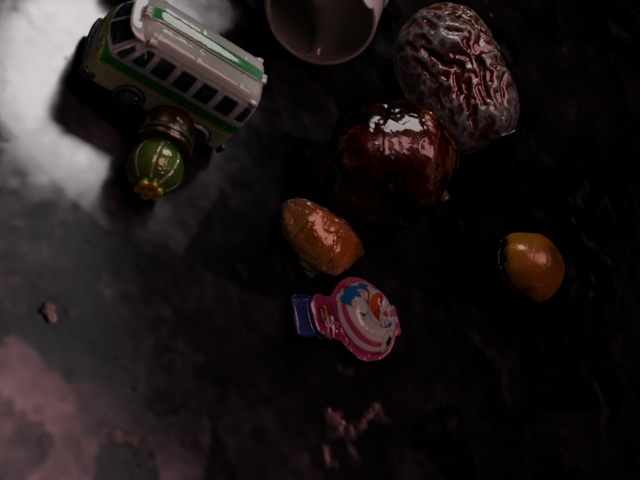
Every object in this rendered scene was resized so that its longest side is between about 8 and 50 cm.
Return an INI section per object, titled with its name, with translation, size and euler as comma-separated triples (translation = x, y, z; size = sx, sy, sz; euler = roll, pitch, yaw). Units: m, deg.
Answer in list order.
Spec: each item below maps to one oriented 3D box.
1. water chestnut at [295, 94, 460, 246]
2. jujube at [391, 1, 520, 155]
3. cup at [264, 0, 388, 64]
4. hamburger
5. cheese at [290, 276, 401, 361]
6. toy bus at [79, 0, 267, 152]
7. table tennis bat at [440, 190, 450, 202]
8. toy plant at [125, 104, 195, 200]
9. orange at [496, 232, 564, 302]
[water chestnut]
translation = 0.108, -0.139, 1.850
size = 0.244, 0.289, 0.289
euler = 45, 42, -2
[jujube]
translation = 0.286, -0.335, 2.164
size = 0.226, 0.226, 0.317
euler = -19, 77, -48
[cup]
translation = -0.007, -0.506, 2.014
size = 0.289, 0.219, 0.258
euler = 16, 47, 3
[hamburger]
translation = 0.002, 0.007, 1.779
size = 0.176, 0.087, 0.102
euler = 38, 43, -24
[cheese]
translation = 0.050, 0.132, 1.766
size = 0.244, 0.062, 0.155
euler = 7, 63, -40
[toy bus]
translation = -0.231, -0.280, 1.676
size = 0.276, 0.164, 0.134
euler = 28, 48, -30
[table tennis bat]
translation = 0.256, -0.178, 2.113
size = 0.107, 0.119, 0.170
euler = -12, 73, -46
[toy plant]
translation = -0.252, -0.134, 1.621
size = 0.092, 0.092, 0.162
euler = 33, 46, -25
[orange]
translation = 0.450, 0.049, 2.172
size = 0.170, 0.112, 0.160
euler = -29, 88, -37
